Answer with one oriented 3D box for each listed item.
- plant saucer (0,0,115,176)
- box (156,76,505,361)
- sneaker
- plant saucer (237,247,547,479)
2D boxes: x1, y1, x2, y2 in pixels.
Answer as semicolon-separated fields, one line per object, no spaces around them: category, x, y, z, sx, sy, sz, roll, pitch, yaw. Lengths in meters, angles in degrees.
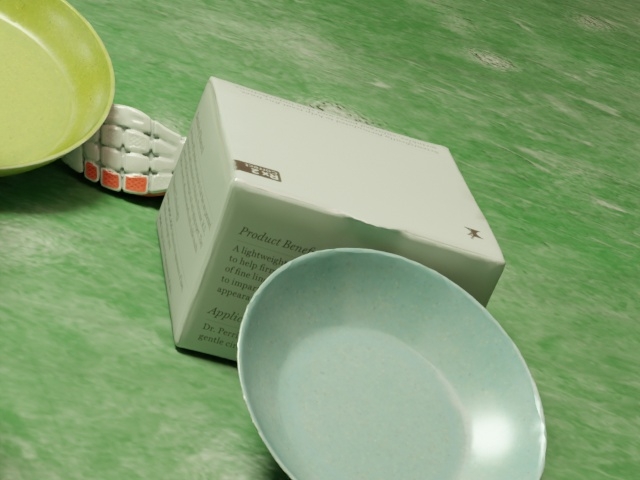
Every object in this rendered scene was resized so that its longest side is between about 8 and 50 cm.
plant saucer;-0.261;-0.118;1.304;0.241;0.037;0.241;14;41;-12
box;0.000;0.000;1.233;0.181;0.119;0.182;16;22;-16
sneaker;-0.112;-0.053;1.365;0.158;0.061;0.065;14;-10;-4
plant saucer;0.036;0.094;1.092;0.195;0.037;0.195;16;49;-19
